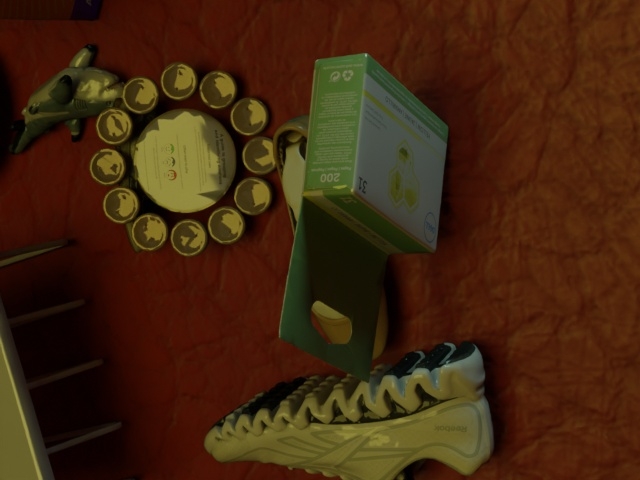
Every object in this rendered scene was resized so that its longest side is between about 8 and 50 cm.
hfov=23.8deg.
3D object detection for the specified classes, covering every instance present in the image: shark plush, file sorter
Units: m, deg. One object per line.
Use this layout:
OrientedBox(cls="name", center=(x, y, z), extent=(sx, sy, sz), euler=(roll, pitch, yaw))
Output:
OrientedBox(cls="shark plush", center=(-0.262, -0.123, 1.520), extent=(0.161, 0.073, 0.067), euler=(-36, 110, 22))
OrientedBox(cls="file sorter", center=(-0.324, 0.155, 1.519), extent=(0.193, 0.173, 0.278), euler=(-17, 89, 28))

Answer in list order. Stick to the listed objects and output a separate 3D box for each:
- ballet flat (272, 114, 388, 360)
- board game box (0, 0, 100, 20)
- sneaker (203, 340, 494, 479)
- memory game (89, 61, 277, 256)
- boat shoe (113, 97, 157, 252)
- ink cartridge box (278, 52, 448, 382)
OrientedBox(cls="ballet flat", center=(0.000, 0.000, 1.367), extent=(0.080, 0.073, 0.232), euler=(-19, 82, 27))
OrientedBox(cls="board game box", center=(-0.394, -0.430, 1.378), extent=(0.356, 0.356, 0.356), euler=(27, 108, 24))
OrientedBox(cls="sneaker", center=(0.022, 0.179, 1.378), extent=(0.292, 0.110, 0.118), euler=(-14, 98, 30))
OrientedBox(cls="memory game", center=(-0.128, -0.076, 1.436), extent=(0.186, 0.012, 0.186), euler=(0, 91, 6))
OrientedBox(cls="boat shoe", center=(-0.172, -0.064, 1.476), extent=(0.049, 0.056, 0.152), euler=(-6, 100, -3))
OrientedBox(cls="ink cartridge box", center=(0.040, -0.014, 1.256), extent=(0.056, 0.171, 0.235), euler=(-3, 71, 28))
